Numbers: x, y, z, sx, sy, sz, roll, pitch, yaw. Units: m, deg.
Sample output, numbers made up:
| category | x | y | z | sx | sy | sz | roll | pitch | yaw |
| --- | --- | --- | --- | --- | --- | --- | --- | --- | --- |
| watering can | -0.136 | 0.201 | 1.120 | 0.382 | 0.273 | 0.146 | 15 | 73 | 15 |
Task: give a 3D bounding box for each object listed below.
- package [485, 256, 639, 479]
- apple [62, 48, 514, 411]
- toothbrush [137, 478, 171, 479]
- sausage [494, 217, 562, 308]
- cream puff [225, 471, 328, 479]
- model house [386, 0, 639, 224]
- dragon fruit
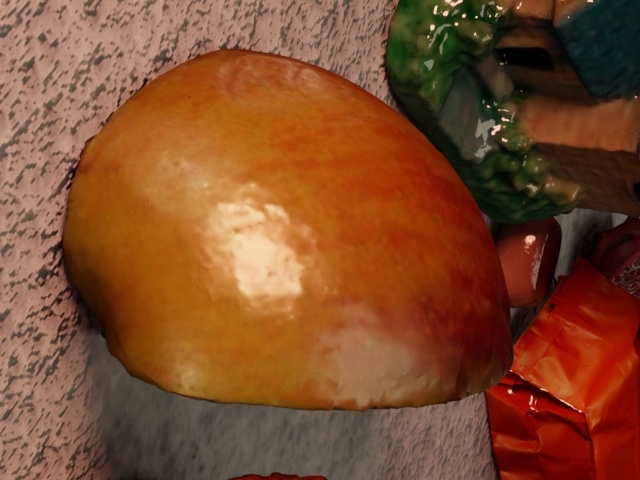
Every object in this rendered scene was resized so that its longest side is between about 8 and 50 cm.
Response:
| category | x | y | z | sx | sy | sz | roll | pitch | yaw |
| --- | --- | --- | --- | --- | --- | --- | --- | --- | --- |
| package | 0.271 | 0.239 | 1.499 | 0.196 | 0.123 | 0.424 | -45 | 136 | -42 |
| apple | 0.000 | 0.000 | 0.893 | 0.346 | 0.179 | 0.254 | -13 | 74 | -60 |
| toothbrush | -0.173 | 0.145 | 0.755 | 0.386 | 0.040 | 0.040 | 14 | 89 | -62 |
| sausage | 0.183 | 0.015 | 1.323 | 0.059 | 0.054 | 0.094 | 16 | 88 | -55 |
| cream puff | -0.038 | 0.299 | 0.834 | 0.350 | 0.228 | 0.350 | -1 | 93 | -18 |
| model house | 0.247 | -0.150 | 1.141 | 0.312 | 0.280 | 0.245 | 48 | 59 | -55 |
| dragon fruit | 0.328 | 0.022 | 1.564 | 0.153 | 0.111 | 0.153 | -14 | 131 | -17 |
